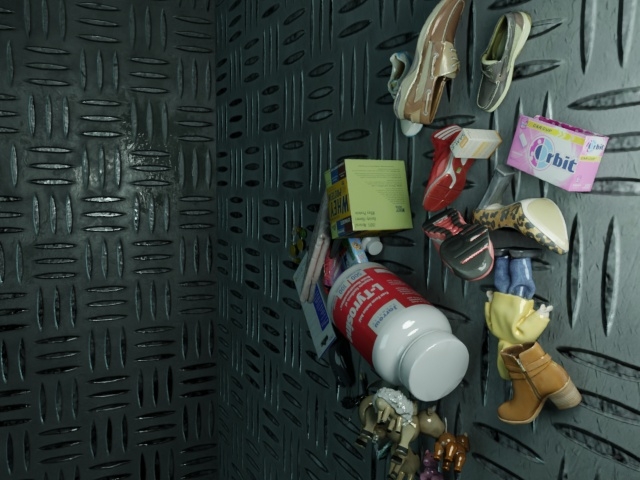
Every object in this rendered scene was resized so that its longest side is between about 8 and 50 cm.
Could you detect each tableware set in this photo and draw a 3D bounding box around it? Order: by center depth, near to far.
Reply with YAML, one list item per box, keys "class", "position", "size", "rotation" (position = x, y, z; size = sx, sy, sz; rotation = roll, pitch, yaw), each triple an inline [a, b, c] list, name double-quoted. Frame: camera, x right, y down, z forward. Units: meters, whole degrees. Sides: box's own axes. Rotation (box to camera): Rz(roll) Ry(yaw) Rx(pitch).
- class: "tableware set"
  position: [-0.089, 0.017, 2.357]
  size: [0.104, 0.024, 0.154]
  rotation: [38, 124, 53]

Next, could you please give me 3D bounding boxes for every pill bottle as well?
- class: "pill bottle"
  position: [0.199, 0.235, 1.551]
  size: [0.407, 0.228, 0.229]
  rotation: [41, 128, 56]
- class: "pill bottle"
  position: [0.146, -0.004, 1.824]
  size: [0.116, 0.065, 0.065]
  rotation: [50, 135, 51]

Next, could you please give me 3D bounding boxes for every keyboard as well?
- class: "keyboard"
  position: [0.076, -0.103, 1.842]
  size: [0.317, 0.033, 0.202]
  rotation: [-80, 4, -52]

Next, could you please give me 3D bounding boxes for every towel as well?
- class: "towel"
  position: [0.000, 0.000, 1.983]
  size: [0.332, 0.053, 0.317]
  rotation: [-82, 6, -52]

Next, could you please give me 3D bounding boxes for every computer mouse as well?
- class: "computer mouse"
  position: [0.085, 0.446, 1.988]
  size: [0.184, 0.060, 0.262]
  rotation: [151, 113, -62]

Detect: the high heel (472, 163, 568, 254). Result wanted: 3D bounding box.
- class: "high heel"
  position: [0.422, -0.016, 1.249]
  size: [0.261, 0.093, 0.186]
  rotation: [-115, 27, -42]

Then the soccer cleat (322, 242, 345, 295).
- class: "soccer cleat"
  position: [0.042, 0.117, 2.010]
  size: [0.083, 0.095, 0.248]
  rotation: [-50, 48, 54]

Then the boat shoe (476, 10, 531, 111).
- class: "boat shoe"
  position: [0.387, -0.395, 1.292]
  size: [0.080, 0.073, 0.224]
  rotation: [57, 140, 46]

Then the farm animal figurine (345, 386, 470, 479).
- class: "farm animal figurine"
  position: [0.228, 0.507, 1.535]
  size: [0.330, 0.326, 0.172]
  rotation: [-51, 8, 50]

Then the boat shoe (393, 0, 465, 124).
- class: "boat shoe"
  position: [0.295, -0.443, 1.457]
  size: [0.116, 0.123, 0.325]
  rotation: [29, 114, 22]

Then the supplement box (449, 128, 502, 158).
- class: "supplement box"
  position: [0.357, -0.222, 1.339]
  size: [0.062, 0.098, 0.036]
  rotation: [-58, 42, 48]

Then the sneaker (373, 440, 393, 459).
- class: "sneaker"
  position: [0.189, 0.633, 1.816]
  size: [0.069, 0.038, 0.098]
  rotation: [65, 146, 36]

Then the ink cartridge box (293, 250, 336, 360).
- class: "ink cartridge box"
  position: [-0.006, 0.236, 2.153]
  size: [0.176, 0.069, 0.371]
  rotation: [120, 142, -46]

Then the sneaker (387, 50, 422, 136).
- class: "sneaker"
  position: [0.231, -0.397, 1.591]
  size: [0.087, 0.092, 0.229]
  rotation: [5, 98, 62]

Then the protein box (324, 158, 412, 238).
- class: "protein box"
  position: [0.136, -0.117, 1.682]
  size: [0.136, 0.199, 0.201]
  rotation: [-22, 73, 63]

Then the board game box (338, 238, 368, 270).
- class: "board game box"
  position: [0.113, 0.079, 1.839]
  size: [0.160, 0.039, 0.212]
  rotation: [128, 121, -72]

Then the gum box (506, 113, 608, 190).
- class: "gum box"
  position: [0.463, -0.179, 1.166]
  size: [0.188, 0.062, 0.107]
  rotation: [44, 130, 55]

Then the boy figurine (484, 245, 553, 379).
- class: "boy figurine"
  position: [0.423, 0.157, 1.245]
  size: [0.177, 0.092, 0.286]
  rotation: [-1, 91, 64]

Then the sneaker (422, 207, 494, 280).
- class: "sneaker"
  position: [0.336, 0.030, 1.335]
  size: [0.136, 0.115, 0.314]
  rotation: [57, -172, -19]

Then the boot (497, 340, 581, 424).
- class: "boot"
  position: [0.414, 0.291, 1.204]
  size: [0.152, 0.073, 0.197]
  rotation: [50, 128, -5]

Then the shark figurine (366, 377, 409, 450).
- class: "shark figurine"
  position: [0.189, 0.460, 1.724]
  size: [0.166, 0.116, 0.279]
  rotation: [-140, 55, -58]

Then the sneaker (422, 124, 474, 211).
- class: "sneaker"
  position: [0.312, -0.189, 1.476]
  size: [0.221, 0.086, 0.128]
  rotation: [-60, 31, 29]
